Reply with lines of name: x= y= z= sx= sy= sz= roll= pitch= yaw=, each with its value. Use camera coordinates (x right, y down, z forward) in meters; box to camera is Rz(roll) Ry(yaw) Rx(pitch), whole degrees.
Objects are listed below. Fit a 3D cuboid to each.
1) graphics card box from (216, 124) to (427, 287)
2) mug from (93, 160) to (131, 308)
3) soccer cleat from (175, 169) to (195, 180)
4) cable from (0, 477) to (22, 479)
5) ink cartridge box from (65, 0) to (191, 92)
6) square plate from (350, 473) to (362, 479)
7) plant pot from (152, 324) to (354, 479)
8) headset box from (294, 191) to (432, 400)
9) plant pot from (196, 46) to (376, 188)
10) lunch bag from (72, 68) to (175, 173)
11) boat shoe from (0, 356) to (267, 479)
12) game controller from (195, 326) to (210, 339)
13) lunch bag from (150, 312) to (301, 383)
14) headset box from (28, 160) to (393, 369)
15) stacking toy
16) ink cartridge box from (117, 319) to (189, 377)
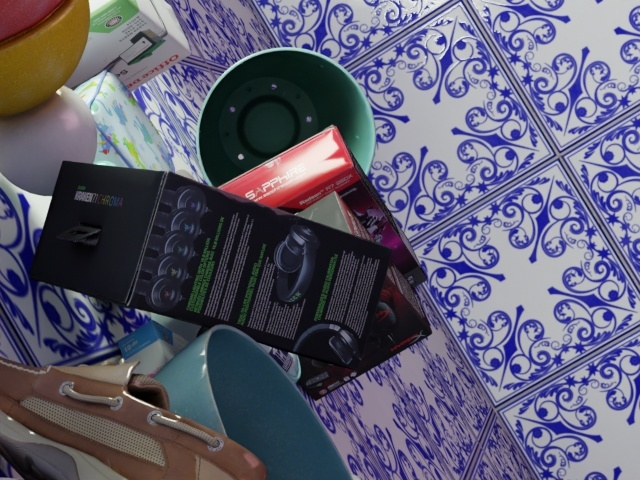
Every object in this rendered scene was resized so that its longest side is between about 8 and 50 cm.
graphics card box: x=0.000 y=0.000 z=2.150 sx=0.371 sy=0.233 sz=0.094 roll=54 pitch=10 yaw=-54
mug: x=-0.223 y=0.002 z=1.565 sx=0.129 sy=0.097 sz=0.158 roll=40 pitch=20 yaw=-58
soccer cleat: x=-0.174 y=-0.046 z=1.975 sx=0.068 sy=0.076 sz=0.196 roll=51 pitch=13 yaw=-34
cable: x=-0.197 y=0.285 z=0.914 sx=0.257 sy=0.089 sz=0.257 roll=55 pitch=11 yaw=-20
ink cartridge box: x=-0.295 y=-0.281 z=1.851 sx=0.092 sy=0.160 sz=0.219 roll=64 pitch=12 yaw=20
square plate: x=0.079 y=0.459 z=1.802 sx=0.344 sy=0.049 sz=0.347 roll=61 pitch=11 yaw=12
plant pot: x=-0.097 y=0.246 z=1.194 sx=0.290 sy=0.195 sz=0.290 roll=55 pitch=11 yaw=-17
headset box: x=-0.001 y=0.079 z=2.032 sx=0.293 sy=0.218 sz=0.110 roll=50 pitch=13 yaw=-42
plant pot: x=-0.072 y=-0.182 z=2.307 sx=0.293 sy=0.293 sz=0.235 roll=56 pitch=-2 yaw=-14
lunch bag: x=-0.259 y=-0.108 z=1.726 sx=0.176 sy=0.090 sz=0.219 roll=54 pitch=12 yaw=-19
boat shoe: x=-0.164 y=0.152 z=1.049 sx=0.324 sy=0.116 sz=0.123 roll=25 pitch=-27 yaw=38
game controller: x=-0.049 y=0.234 z=1.571 sx=0.319 sy=0.067 sz=0.166 roll=61 pitch=6 yaw=-22
lunch bag: x=-0.131 y=0.073 z=1.756 sx=0.224 sy=0.108 sz=0.279 roll=51 pitch=13 yaw=-35
headset box: x=-0.121 y=0.019 z=1.362 sx=0.283 sy=0.131 sz=0.246 roll=19 pitch=-5 yaw=-34
stacking toy: x=-0.346 y=-0.247 z=1.370 sx=0.350 sy=0.350 sz=0.480 roll=-108 pitch=-179 yaw=-52
ink cartridge box: x=-0.165 y=0.161 z=1.507 sx=0.088 sy=0.052 sz=0.122 roll=42 pitch=19 yaw=-57
